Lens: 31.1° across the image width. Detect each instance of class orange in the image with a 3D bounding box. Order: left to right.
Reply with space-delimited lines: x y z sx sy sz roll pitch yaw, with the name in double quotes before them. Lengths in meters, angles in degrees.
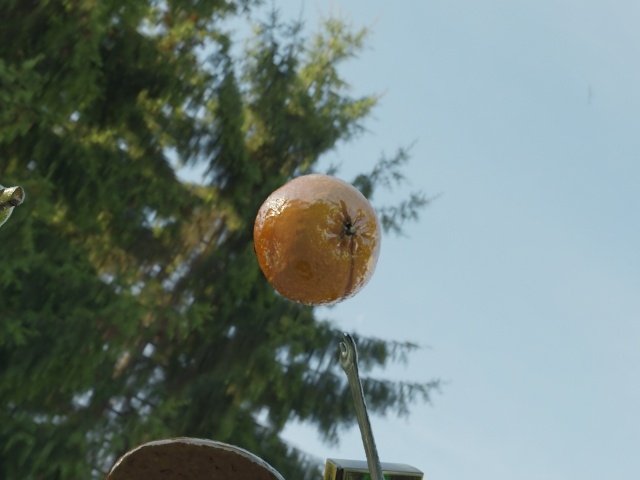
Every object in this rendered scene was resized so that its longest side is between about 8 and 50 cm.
"orange" 0.000 0.000 1.665 0.193 0.193 0.161 43 -14 -20

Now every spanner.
"spanner" 0.069 0.278 1.647 0.017 0.302 0.071 -8 -18 -18

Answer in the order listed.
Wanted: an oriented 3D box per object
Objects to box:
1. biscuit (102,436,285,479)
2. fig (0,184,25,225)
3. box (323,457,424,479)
"biscuit" -0.175 0.412 1.333 0.314 0.368 0.063 11 -6 -5
"fig" -0.576 -0.030 1.627 0.314 0.233 0.233 21 -32 46
"box" 0.066 0.472 1.821 0.159 0.240 0.071 8 0 -23
